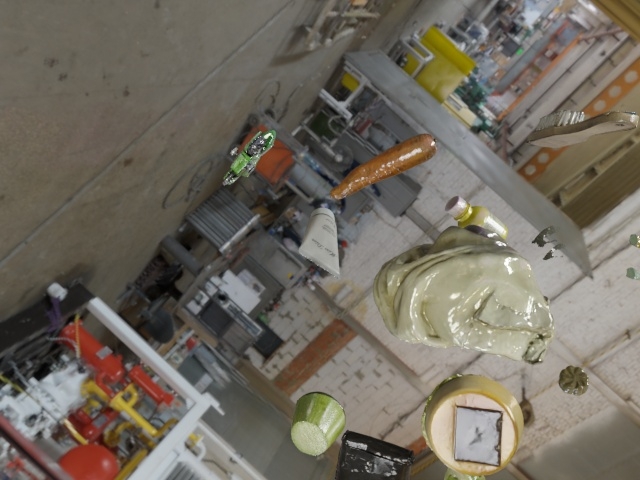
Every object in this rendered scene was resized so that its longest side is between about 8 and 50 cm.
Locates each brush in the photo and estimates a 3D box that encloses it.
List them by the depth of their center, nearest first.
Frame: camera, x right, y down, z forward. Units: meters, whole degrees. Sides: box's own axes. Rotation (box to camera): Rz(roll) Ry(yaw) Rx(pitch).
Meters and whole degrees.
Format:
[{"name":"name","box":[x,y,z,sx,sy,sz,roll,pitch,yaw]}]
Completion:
[{"name":"brush","box":[0.478,-0.219,0.914,0.327,0.070,0.065,-75,178,-84]}]

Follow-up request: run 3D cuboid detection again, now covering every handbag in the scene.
[{"name":"handbag","box":[0.171,0.756,1.614,0.080,0.247,0.223,-36,135,-67]}]

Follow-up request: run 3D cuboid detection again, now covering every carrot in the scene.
[{"name":"carrot","box":[0.117,-0.141,0.980,0.248,0.059,0.059,-25,-172,23]}]

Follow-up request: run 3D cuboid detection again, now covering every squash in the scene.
[{"name":"squash","box":[-0.018,0.561,1.494,0.170,0.170,0.123,-48,177,25]}]

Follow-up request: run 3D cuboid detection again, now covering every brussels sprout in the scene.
[{"name":"brussels sprout","box":[0.454,0.771,1.537,0.139,0.181,0.100,-25,-154,-3]}]

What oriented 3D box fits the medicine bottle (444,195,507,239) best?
[{"name":"medicine bottle","box":[0.525,-0.064,1.688,0.122,0.212,0.122,-49,-165,18]}]

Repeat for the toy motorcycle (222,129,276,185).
[{"name":"toy motorcycle","box":[-0.193,-0.216,1.316,0.190,0.074,0.106,-41,-176,36]}]

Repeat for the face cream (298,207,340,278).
[{"name":"face cream","box":[0.000,0.000,1.471,0.089,0.143,0.314,-47,-163,24]}]

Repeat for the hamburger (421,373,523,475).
[{"name":"hamburger","box":[0.451,0.544,1.479,0.300,0.300,0.176,-48,168,9]}]

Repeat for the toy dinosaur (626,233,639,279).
[{"name":"toy dinosaur","box":[0.626,0.047,0.881,0.057,0.142,0.212,102,-2,-50]}]

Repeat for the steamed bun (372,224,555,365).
[{"name":"steamed bun","box":[0.295,0.084,1.005,0.347,0.394,0.237,0,97,-42]}]

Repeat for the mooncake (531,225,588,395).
[{"name":"mooncake","box":[0.511,0.142,1.045,0.150,0.346,0.057,-15,155,-3]}]
